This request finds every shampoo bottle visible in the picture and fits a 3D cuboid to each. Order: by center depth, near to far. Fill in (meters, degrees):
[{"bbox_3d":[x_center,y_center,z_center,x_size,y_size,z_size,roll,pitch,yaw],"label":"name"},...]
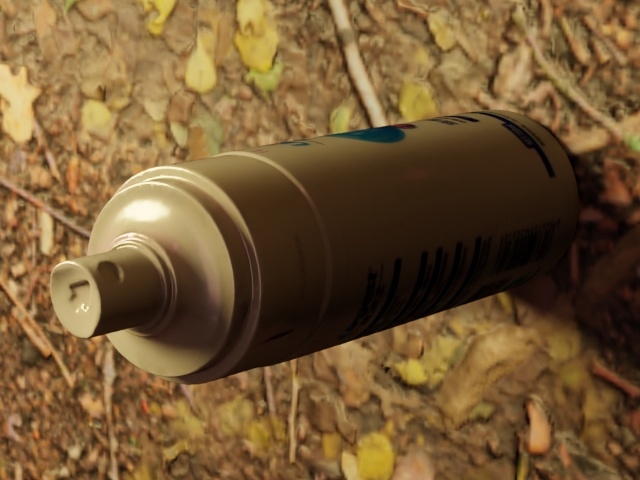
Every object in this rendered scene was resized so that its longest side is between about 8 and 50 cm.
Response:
[{"bbox_3d":[0.000,0.000,0.758,0.092,0.303,0.092,7,102,37],"label":"shampoo bottle"}]
